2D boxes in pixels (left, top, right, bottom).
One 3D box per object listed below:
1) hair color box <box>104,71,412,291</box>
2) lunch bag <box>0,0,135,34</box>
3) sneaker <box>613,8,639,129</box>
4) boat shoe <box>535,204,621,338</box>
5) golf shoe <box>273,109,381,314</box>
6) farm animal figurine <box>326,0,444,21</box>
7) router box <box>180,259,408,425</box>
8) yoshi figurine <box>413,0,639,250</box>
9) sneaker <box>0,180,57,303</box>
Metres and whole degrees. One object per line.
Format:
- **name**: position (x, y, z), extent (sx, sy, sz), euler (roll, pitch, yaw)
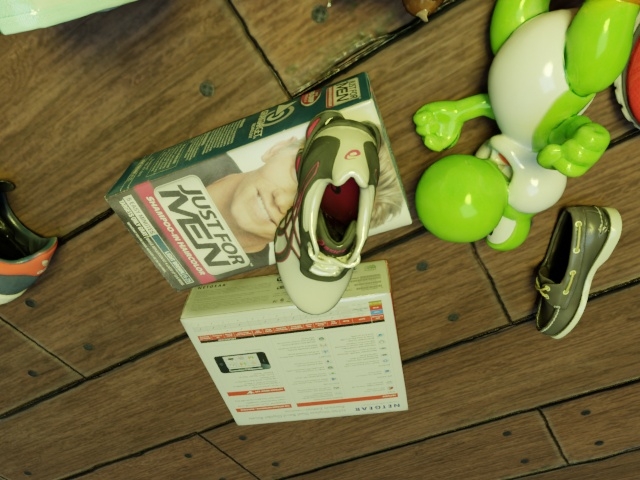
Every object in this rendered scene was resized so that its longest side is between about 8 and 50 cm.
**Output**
- **hair color box**: position (-0.074, -0.066, 0.586), extent (0.347, 0.105, 0.174), euler (-17, 124, 13)
- **lunch bag**: position (-0.219, -0.291, 0.332), extent (0.160, 0.262, 0.223), euler (-5, 126, 6)
- **sneaker**: position (0.389, -0.227, 0.443), extent (0.107, 0.118, 0.279), euler (-3, 126, 5)
- **boat shoe**: position (0.364, 0.050, 0.673), extent (0.068, 0.081, 0.228), euler (7, 119, 0)
- **golf shoe**: position (0.000, 0.000, 0.494), extent (0.105, 0.120, 0.273), euler (5, 127, -5)
- **farm animal figurine**: position (0.068, -0.286, 0.290), extent (0.327, 0.172, 0.330), euler (6, 152, -33)
- **router box**: position (-0.029, 0.194, 0.785), extent (0.335, 0.082, 0.301), euler (-8, 125, 8)
- **yoshi figurine**: position (0.201, -0.127, 0.493), extent (0.203, 0.203, 0.362), euler (11, 130, 14)
- **sneaker**: position (-0.524, -0.064, 0.602), extent (0.148, 0.131, 0.350), euler (-33, 124, 15)
